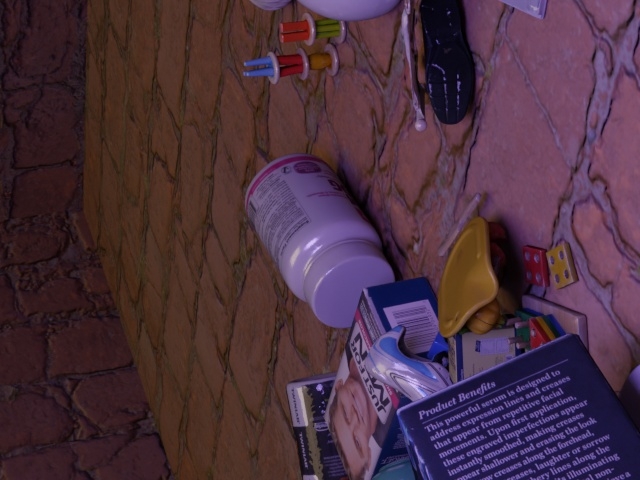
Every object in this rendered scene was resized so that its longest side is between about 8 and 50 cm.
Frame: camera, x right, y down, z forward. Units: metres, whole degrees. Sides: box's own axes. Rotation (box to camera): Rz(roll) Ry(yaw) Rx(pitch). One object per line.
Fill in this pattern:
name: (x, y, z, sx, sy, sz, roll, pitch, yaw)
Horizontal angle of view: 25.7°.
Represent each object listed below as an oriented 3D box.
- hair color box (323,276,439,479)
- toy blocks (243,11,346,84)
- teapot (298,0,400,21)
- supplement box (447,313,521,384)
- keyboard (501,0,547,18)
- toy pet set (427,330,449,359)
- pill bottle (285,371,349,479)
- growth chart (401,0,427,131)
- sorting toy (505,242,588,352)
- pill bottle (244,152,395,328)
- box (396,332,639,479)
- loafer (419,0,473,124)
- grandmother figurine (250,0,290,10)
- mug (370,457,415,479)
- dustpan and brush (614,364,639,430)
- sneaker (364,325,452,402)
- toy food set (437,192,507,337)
hair color box: (0.105, 0.230, 2.076, 0.347, 0.105, 0.173, 103, 151, -49)
toy blocks: (-0.043, -0.298, 2.173, 0.123, 0.148, 0.054, 103, 150, -48)
teapot: (0.004, -0.414, 1.929, 0.256, 0.187, 0.252, 109, 146, -52)
supplement box: (0.206, 0.143, 1.764, 0.056, 0.083, 0.083, -111, 16, -74)
keyboard: (0.235, -0.369, 1.531, 0.072, 0.014, 0.256, 37, 136, 37)
toy pet set: (0.181, 0.113, 1.864, 0.114, 0.065, 0.122, 109, 146, -54)
pill bottle: (0.025, 0.344, 2.314, 0.130, 0.131, 0.245, 164, 97, -71)
growth chart: (0.119, -0.261, 1.799, 0.172, 0.021, 0.237, -86, -10, -55)
sorting toy: (0.266, 0.134, 1.668, 0.132, 0.046, 0.274, -156, 59, -67)
pill bottle: (0.000, 0.000, 2.177, 0.283, 0.160, 0.160, -123, 30, -48)
box: (0.263, 0.350, 1.416, 0.293, 0.212, 0.395, 73, 173, -48)
loafer: (0.161, -0.232, 1.788, 0.061, 0.062, 0.170, -65, -29, -85)
grandmother figurine: (-0.098, -0.548, 2.302, 0.208, 0.104, 0.342, -71, -24, -71)
mug: (0.122, 0.374, 2.031, 0.158, 0.129, 0.097, -25, 68, 27)
dustpan and brush: (0.344, 0.178, 1.473, 0.211, 0.060, 0.147, 3, 90, 64)
sneaker: (0.166, 0.202, 1.833, 0.237, 0.086, 0.085, 38, -170, 12)
toy food set: (0.203, 0.043, 1.738, 0.218, 0.071, 0.128, -83, 19, -55)
